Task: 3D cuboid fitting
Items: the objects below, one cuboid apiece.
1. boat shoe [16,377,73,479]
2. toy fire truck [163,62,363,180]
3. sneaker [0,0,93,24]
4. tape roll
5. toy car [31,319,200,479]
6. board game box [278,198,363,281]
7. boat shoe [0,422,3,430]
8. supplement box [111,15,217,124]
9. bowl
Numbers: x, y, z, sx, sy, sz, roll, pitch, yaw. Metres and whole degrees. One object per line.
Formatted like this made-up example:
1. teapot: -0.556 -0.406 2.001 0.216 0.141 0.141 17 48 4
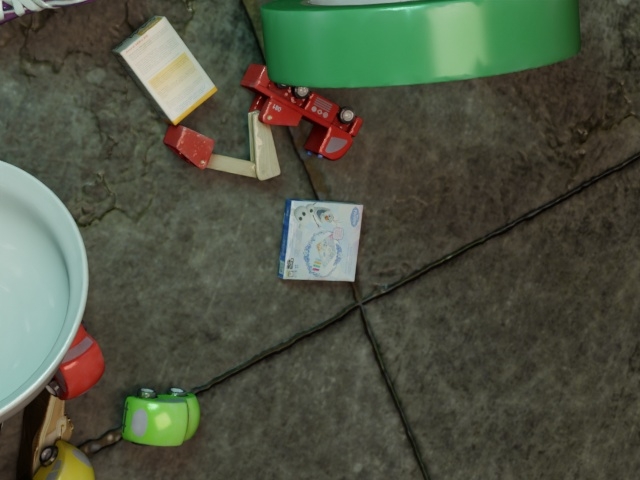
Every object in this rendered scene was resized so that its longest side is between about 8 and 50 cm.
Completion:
1. boat shoe: -0.288 0.203 1.514 0.045 0.050 0.135 8 98 -38
2. toy fire truck: -0.059 -0.117 1.551 0.192 0.047 0.135 27 89 -27
3. sneaker: -0.305 -0.247 1.353 0.282 0.161 0.102 -26 111 -16
4. tape roll: 0.101 -0.217 1.451 0.321 0.321 0.077 -11 104 -22
5. toy car: -0.210 0.191 1.509 0.225 0.053 0.239 2 97 -42
6. board game box: 0.000 0.000 1.615 0.090 0.020 0.090 3 99 -24
7. boat shoe: -0.383 0.236 1.449 0.114 0.091 0.302 14 95 -26
8. supplement box: -0.163 -0.178 1.497 0.062 0.036 0.098 -41 114 -12
9. bowl: -0.360 0.075 1.372 0.298 0.298 0.134 -34 156 -15
